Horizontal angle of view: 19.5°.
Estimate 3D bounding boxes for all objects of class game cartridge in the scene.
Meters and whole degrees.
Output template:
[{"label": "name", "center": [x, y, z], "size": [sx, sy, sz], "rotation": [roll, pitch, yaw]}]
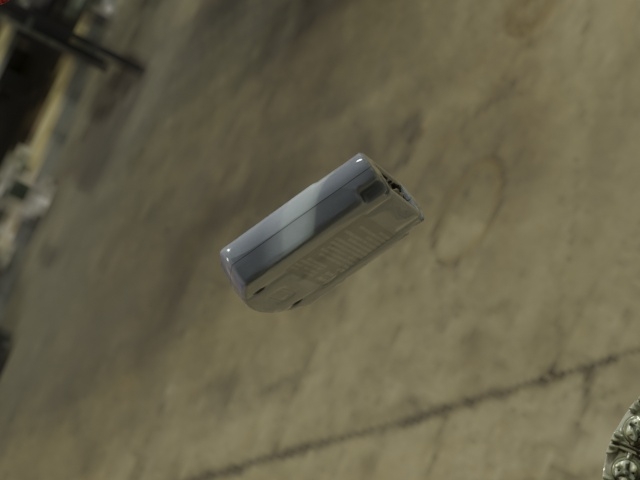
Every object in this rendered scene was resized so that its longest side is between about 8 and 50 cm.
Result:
[{"label": "game cartridge", "center": [0.000, 0.000, 1.933], "size": [0.198, 0.062, 0.297], "rotation": [-31, -11, 7]}]

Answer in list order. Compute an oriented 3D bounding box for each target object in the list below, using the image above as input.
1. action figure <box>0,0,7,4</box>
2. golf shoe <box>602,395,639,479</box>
[{"label": "action figure", "center": [-0.482, -0.387, 2.175], "size": [0.091, 0.280, 0.139], "rotation": [-37, 24, -16]}, {"label": "golf shoe", "center": [0.242, 0.098, 1.190], "size": [0.176, 0.069, 0.086], "rotation": [-56, -7, 3]}]
